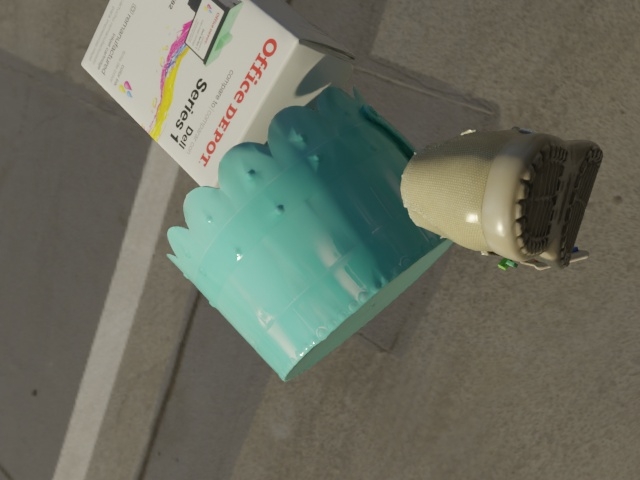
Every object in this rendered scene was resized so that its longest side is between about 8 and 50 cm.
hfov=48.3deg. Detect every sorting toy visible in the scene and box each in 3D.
[{"bbox_3d":[0.231,0.018,0.749,0.083,0.062,0.012,-14,96,1],"label":"sorting toy"}]

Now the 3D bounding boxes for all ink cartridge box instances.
[{"bbox_3d":[-0.127,-0.208,0.835,0.278,0.117,0.201,44,113,25],"label":"ink cartridge box"}]

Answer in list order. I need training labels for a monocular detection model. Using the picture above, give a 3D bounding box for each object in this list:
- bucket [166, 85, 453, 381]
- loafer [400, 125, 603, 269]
[{"bbox_3d":[0.000,0.000,0.744,0.281,0.281,0.183,-45,78,26],"label":"bucket"},{"bbox_3d":[0.136,-0.037,0.510,0.092,0.268,0.102,18,95,26],"label":"loafer"}]
